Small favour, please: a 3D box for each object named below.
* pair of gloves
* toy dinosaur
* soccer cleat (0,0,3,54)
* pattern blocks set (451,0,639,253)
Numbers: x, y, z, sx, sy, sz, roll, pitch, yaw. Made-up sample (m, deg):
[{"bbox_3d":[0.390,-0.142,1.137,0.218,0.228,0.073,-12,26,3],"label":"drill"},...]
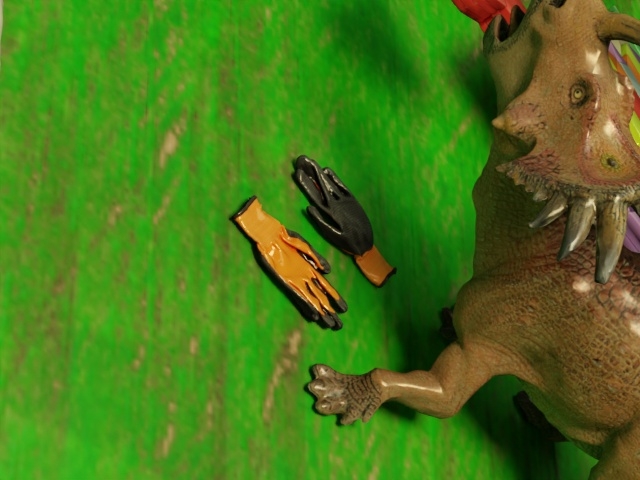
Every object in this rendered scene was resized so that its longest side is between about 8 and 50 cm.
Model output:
[{"bbox_3d":[0.000,0.000,0.771,0.074,0.010,0.083,53,38,-4],"label":"pair of gloves"},{"bbox_3d":[0.139,0.047,0.730,0.296,0.200,0.127,43,40,-17],"label":"toy dinosaur"},{"bbox_3d":[-0.161,-0.041,0.556,0.143,0.116,0.331,54,38,-48],"label":"soccer cleat"},{"bbox_3d":[0.170,-0.069,0.912,0.285,0.026,0.325,57,21,-1],"label":"pattern blocks set"}]
